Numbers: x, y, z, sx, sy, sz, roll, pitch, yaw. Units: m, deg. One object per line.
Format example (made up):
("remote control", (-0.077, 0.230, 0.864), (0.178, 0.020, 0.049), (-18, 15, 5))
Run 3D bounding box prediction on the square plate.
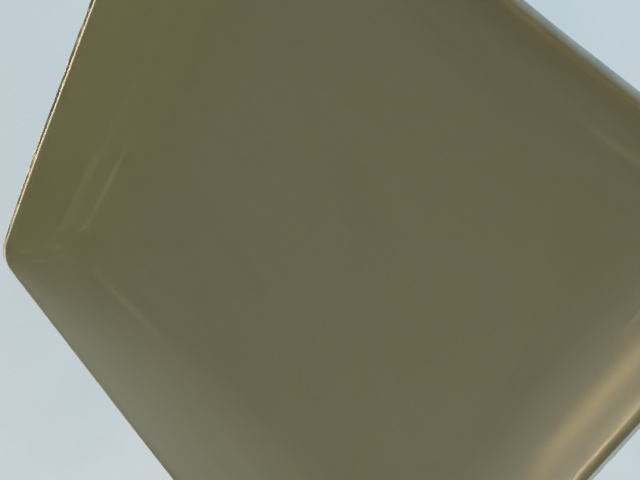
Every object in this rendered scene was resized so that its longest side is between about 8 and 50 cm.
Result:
("square plate", (0.000, 0.000, 0.639), (0.347, 0.049, 0.344), (47, -51, 22))
